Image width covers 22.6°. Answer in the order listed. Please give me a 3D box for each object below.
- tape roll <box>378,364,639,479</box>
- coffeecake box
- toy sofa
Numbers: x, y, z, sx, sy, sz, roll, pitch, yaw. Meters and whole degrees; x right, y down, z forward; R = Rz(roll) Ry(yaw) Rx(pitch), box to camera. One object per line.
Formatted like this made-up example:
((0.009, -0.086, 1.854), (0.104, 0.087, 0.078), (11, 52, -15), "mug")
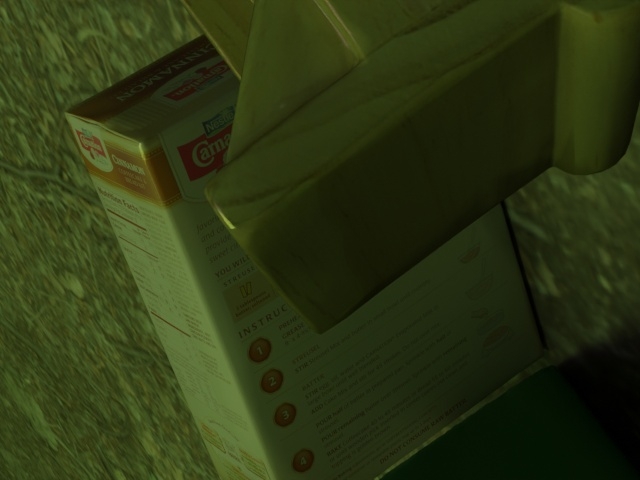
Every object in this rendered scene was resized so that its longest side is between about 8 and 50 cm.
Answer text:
((-0.009, 0.176, 0.668), (0.077, 0.321, 0.321), (54, 157, 10), "tape roll")
((0.000, 0.000, 0.655), (0.068, 0.142, 0.186), (23, 139, 52), "coffeecake box")
((-0.037, -0.168, 0.458), (0.362, 0.177, 0.150), (53, 177, 14), "toy sofa")
